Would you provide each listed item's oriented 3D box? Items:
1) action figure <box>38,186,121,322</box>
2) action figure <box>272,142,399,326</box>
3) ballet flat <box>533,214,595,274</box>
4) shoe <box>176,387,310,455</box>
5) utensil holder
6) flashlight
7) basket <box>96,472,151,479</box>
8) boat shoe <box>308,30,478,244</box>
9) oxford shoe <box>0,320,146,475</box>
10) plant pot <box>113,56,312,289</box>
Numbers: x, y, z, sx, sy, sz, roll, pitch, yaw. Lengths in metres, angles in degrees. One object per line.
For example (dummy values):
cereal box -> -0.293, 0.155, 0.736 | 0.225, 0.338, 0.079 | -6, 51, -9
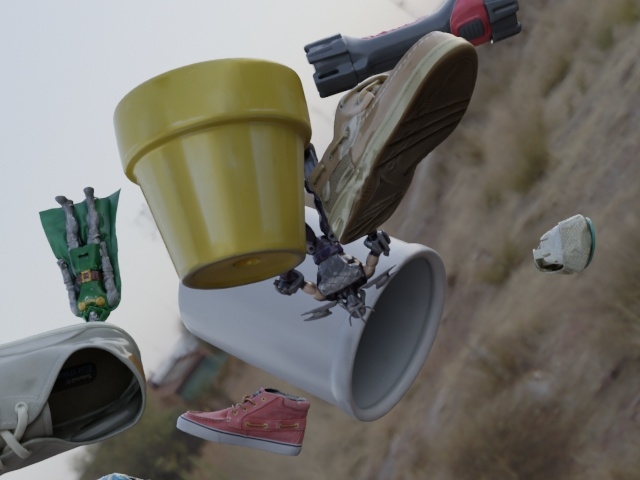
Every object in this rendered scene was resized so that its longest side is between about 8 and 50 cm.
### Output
action figure -> -0.353, 0.035, 1.756 | 0.137, 0.232, 0.063 | -18, -23, 8
action figure -> 0.000, 0.000, 1.733 | 0.185, 0.285, 0.099 | -26, -8, -2
ballet flat -> 0.255, 0.013, 1.229 | 0.168, 0.052, 0.057 | 69, -166, -76
shoe -> -0.102, 0.236, 1.575 | 0.063, 0.178, 0.081 | -162, 86, -75
utensil holder -> -0.017, 0.103, 2.098 | 0.327, 0.385, 0.328 | -40, -38, -41
flashlight -> 0.128, -0.294, 1.652 | 0.304, 0.103, 0.103 | -18, -10, 2
basket -> -0.320, 0.550, 1.948 | 0.201, 0.254, 0.289 | -26, 52, 55
boat shoe -> 0.061, -0.123, 1.275 | 0.121, 0.110, 0.341 | -25, -20, -33
oxford shoe -> -0.390, 0.208, 1.297 | 0.449, 0.130, 0.169 | -19, -64, -30
plant pot -> -0.121, -0.073, 1.484 | 0.254, 0.239, 0.254 | -13, -15, -4
